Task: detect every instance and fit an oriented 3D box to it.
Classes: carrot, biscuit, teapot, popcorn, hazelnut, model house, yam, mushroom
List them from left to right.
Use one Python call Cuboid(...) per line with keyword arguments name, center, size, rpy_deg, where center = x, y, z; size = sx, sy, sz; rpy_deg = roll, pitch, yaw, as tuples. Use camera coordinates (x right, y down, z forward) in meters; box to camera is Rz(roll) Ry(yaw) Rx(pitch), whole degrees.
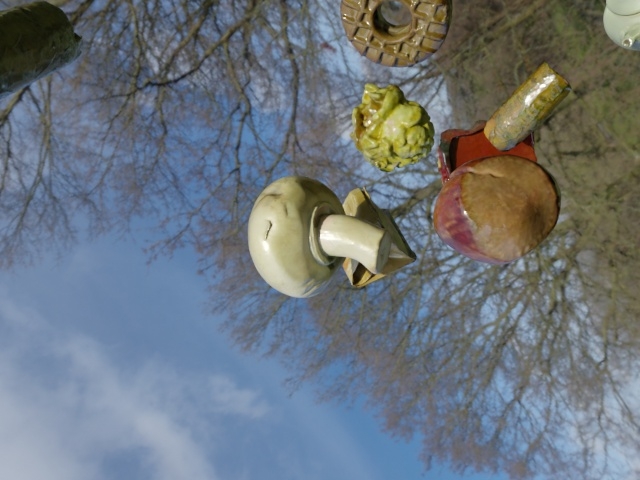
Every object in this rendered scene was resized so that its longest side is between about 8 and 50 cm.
Cuboid(name="yam", center=(-0.385, -0.217, 0.631), size=(0.093, 0.093, 0.259), rpy_deg=(47, -147, -18))
Cuboid(name="mushroom", center=(-0.021, 0.003, 1.390), size=(0.356, 0.315, 0.315), rpy_deg=(27, -152, -9))
Cuboid(name="popcorn", center=(0.194, -0.311, 1.520), size=(0.259, 0.212, 0.259), rpy_deg=(34, 180, 0))
Cuboid(name="biscuit", center=(0.217, -0.657, 1.544), size=(0.332, 0.332, 0.103), rpy_deg=(43, -134, -25))
Cuboid(name="model house", center=(0.374, -0.167, 1.236), size=(0.254, 0.196, 0.160), rpy_deg=(22, -123, -79))
Cuboid(name="hazelnut", center=(0.221, -0.037, 0.676), size=(0.143, 0.154, 0.143), rpy_deg=(158, 90, -88))
Cuboid(name="carrot", center=(0.384, -0.245, 1.000), size=(0.082, 0.173, 0.082), rpy_deg=(24, -139, -23))
Cuboid(name="teapot", center=(0.758, -0.551, 1.136), size=(0.149, 0.318, 0.220), rpy_deg=(21, -134, -31))

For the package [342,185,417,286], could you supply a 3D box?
Cuboid(name="package", center=(0.135, -0.035, 1.677), size=(0.311, 0.221, 0.165), rpy_deg=(-108, -9, -56))
